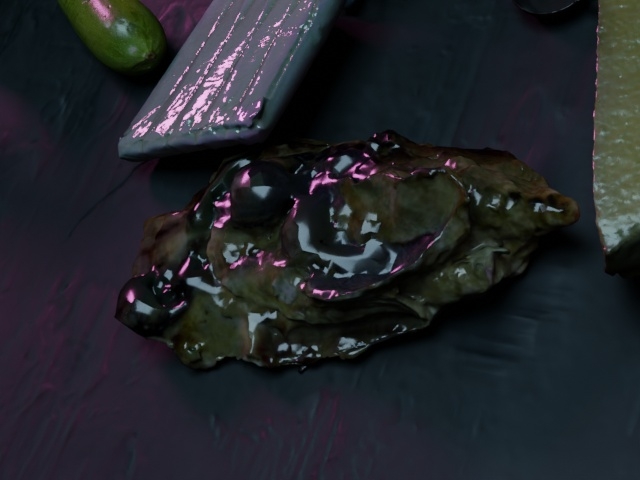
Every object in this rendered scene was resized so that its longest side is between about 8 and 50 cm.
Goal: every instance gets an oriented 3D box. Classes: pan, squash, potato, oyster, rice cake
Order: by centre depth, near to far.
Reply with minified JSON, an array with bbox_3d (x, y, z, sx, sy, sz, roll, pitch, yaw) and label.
[{"bbox_3d":[0.325,-0.089,1.042,0.255,0.112,0.269,-3,62,17],"label":"potato"},{"bbox_3d":[0.009,0.003,1.132,0.361,0.096,0.221,7,70,29],"label":"oyster"},{"bbox_3d":[0.209,-0.200,1.211,0.115,0.023,0.068,26,72,36],"label":"pan"},{"bbox_3d":[-0.067,-0.153,1.258,0.189,0.037,0.198,-5,50,44],"label":"rice cake"},{"bbox_3d":[-0.205,-0.217,1.372,0.066,0.066,0.201,-39,53,-4],"label":"squash"}]

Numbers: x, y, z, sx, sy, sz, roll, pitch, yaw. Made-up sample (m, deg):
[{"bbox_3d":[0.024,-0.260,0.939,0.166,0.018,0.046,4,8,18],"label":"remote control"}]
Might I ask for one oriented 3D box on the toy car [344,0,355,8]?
[{"bbox_3d":[0.023,-0.293,1.322,0.126,0.098,0.161,27,46,12],"label":"toy car"}]
